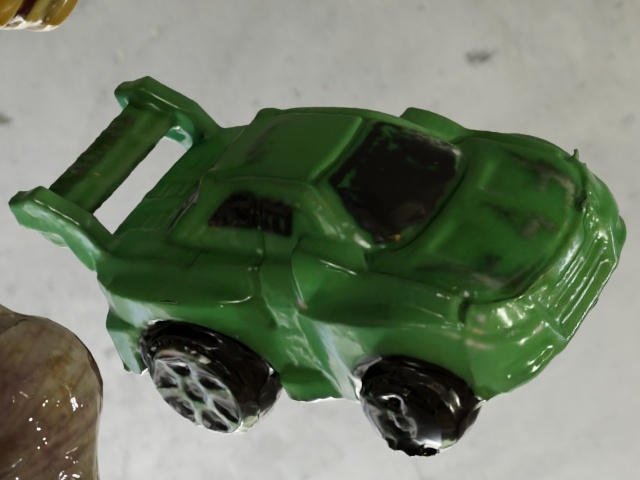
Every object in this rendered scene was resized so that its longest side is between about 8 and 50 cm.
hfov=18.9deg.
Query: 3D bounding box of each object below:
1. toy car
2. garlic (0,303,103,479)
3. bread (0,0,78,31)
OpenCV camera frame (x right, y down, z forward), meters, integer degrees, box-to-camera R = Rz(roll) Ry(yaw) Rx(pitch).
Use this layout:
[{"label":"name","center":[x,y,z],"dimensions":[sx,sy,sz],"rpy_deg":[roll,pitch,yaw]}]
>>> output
[{"label":"toy car","center":[0.000,0.000,1.203],"dimensions":[0.213,0.359,0.176],"rpy_deg":[-50,127,-37]},{"label":"garlic","center":[-0.150,0.088,0.698],"dimensions":[0.147,0.102,0.159],"rpy_deg":[45,111,-3]},{"label":"bread","center":[-0.236,-0.199,1.285],"dimensions":[0.077,0.200,0.116],"rpy_deg":[18,90,-51]}]
